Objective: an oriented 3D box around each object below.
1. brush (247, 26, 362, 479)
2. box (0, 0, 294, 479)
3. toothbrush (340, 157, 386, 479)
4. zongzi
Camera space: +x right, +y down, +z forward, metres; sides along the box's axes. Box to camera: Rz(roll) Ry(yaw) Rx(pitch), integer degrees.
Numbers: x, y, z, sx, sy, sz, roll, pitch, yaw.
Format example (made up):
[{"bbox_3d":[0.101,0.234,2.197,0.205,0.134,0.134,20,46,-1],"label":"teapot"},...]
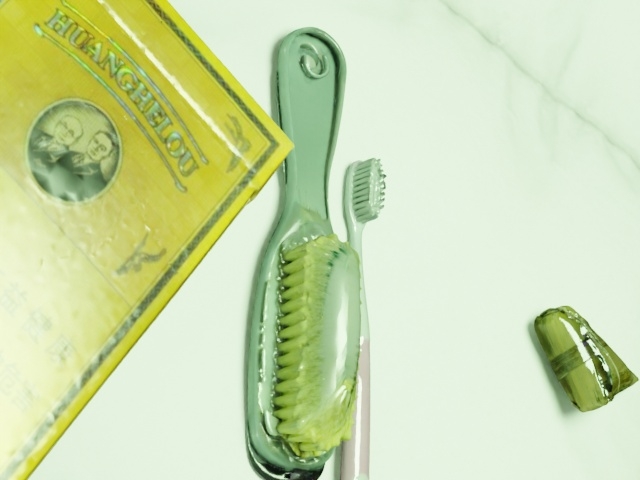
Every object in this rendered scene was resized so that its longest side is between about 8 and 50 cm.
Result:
[{"bbox_3d":[0.000,0.000,1.037,0.068,0.060,0.296,13,69,-32],"label":"brush"},{"bbox_3d":[-0.168,-0.016,0.894,0.193,0.084,0.301,49,53,-17],"label":"box"},{"bbox_3d":[0.024,0.083,1.055,0.020,0.025,0.286,15,68,-35],"label":"toothbrush"},{"bbox_3d":[0.189,0.074,1.182,0.083,0.040,0.076,-20,83,-52],"label":"zongzi"}]
